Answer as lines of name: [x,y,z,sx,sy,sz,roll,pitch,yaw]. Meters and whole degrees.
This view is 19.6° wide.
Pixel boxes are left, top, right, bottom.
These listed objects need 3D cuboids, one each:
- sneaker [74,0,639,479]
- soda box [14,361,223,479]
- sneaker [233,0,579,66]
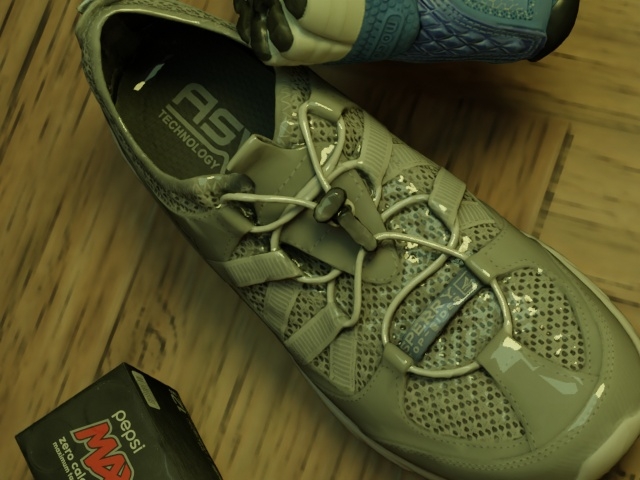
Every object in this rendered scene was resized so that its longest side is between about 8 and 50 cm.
sneaker: [0.000,0.000,0.708,0.281,0.115,0.105,36,88,28]
soda box: [-0.054,0.134,0.719,0.060,0.053,0.169,-35,63,7]
sneaker: [0.048,-0.194,0.766,0.147,0.130,0.330,11,56,-15]
